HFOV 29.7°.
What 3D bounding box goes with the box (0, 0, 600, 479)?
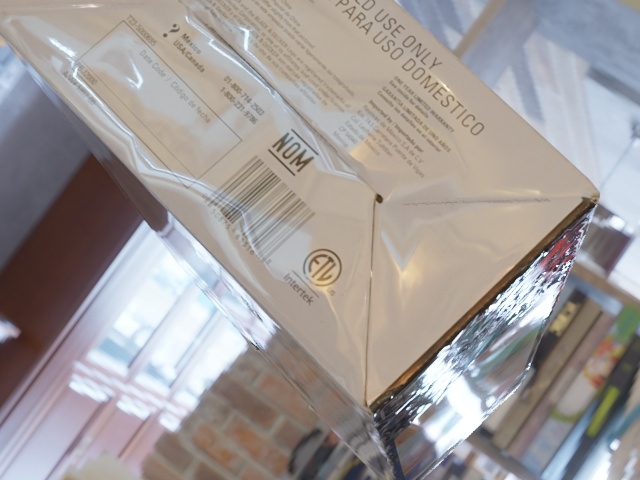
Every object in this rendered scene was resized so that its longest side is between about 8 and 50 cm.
[{"bbox_3d":[0.000,0.000,0.464,0.169,0.087,0.290,45,-8,16],"label":"box"}]
